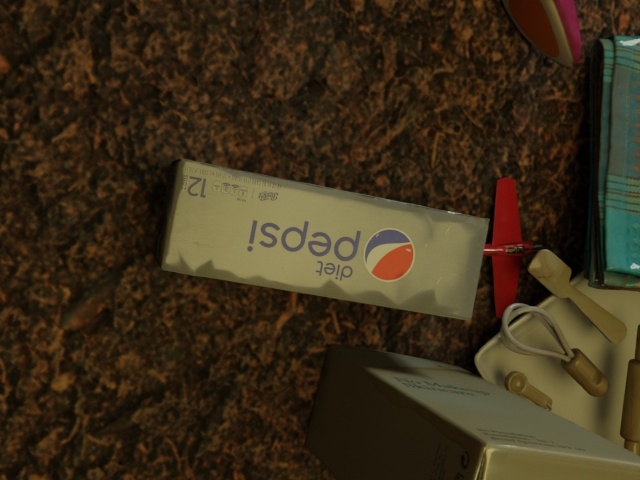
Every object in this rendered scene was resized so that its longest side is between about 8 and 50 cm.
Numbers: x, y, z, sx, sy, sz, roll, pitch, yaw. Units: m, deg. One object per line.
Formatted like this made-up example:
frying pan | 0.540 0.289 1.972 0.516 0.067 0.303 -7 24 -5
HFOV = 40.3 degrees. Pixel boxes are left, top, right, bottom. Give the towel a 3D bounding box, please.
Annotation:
towel | 0.460 -0.073 0.889 0.370 0.040 0.272 4 79 1

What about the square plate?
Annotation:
square plate | 0.369 0.155 0.972 0.344 0.049 0.347 -36 106 -12

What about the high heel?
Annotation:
high heel | 0.222 -0.298 0.858 0.117 0.082 0.244 -34 98 -15

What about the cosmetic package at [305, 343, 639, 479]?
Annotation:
cosmetic package | 0.116 0.185 0.749 0.160 0.309 0.113 12 93 -21

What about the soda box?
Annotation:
soda box | 0.000 0.000 0.789 0.286 0.091 0.098 10 92 -15

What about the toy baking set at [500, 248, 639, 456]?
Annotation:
toy baking set | 0.262 0.144 0.891 0.196 0.030 0.256 8 93 -19

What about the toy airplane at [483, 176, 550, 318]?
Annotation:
toy airplane | 0.173 0.008 0.897 0.151 0.028 0.151 -2 95 -19
